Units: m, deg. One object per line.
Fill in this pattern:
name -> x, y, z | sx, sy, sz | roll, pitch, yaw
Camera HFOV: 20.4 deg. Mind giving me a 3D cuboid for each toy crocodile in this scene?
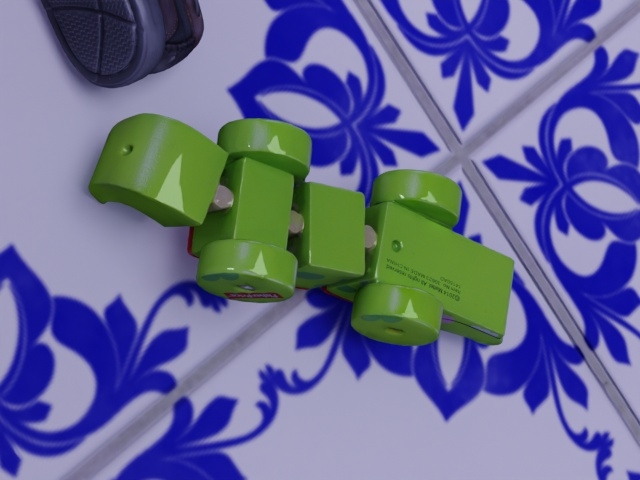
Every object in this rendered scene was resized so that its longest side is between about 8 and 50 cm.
toy crocodile -> 0.000, 0.000, 1.235 | 0.340, 0.105, 0.115 | 18, 69, -33

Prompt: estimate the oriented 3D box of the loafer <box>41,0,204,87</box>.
loafer -> -0.160, -0.254, 1.195 | 0.095, 0.109, 0.303 | -25, 100, -53
